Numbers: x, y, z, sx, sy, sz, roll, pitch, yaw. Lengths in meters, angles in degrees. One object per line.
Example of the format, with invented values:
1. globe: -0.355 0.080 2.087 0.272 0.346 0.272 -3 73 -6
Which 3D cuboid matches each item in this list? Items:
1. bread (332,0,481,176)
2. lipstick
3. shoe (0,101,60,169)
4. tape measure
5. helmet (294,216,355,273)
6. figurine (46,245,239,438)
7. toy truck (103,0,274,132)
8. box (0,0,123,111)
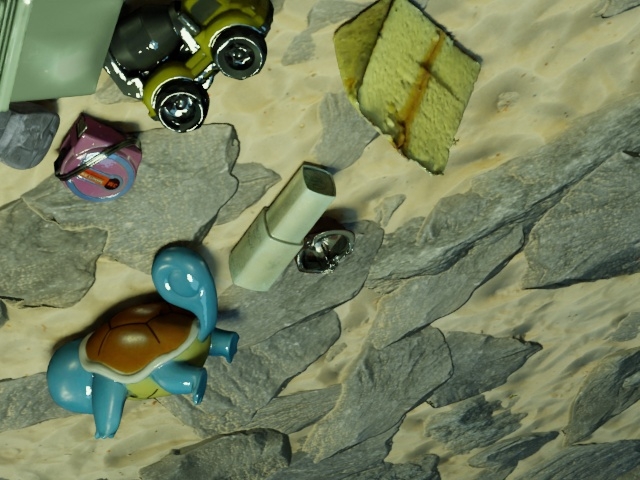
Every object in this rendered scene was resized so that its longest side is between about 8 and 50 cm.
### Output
1. bread: 0.141 -0.214 1.777 0.135 0.178 0.240 -32 139 24
2. lipstick: -0.064 -0.021 2.049 0.077 0.079 0.253 13 135 -28
3. shoe: -0.462 -0.171 1.687 0.095 0.137 0.245 -60 162 7
4. tape measure: -0.327 -0.120 1.827 0.118 0.074 0.125 22 126 -33
5. helmet: 0.000 0.000 2.105 0.098 0.070 0.123 8 132 -37
6. figurine: -0.296 0.204 2.156 0.243 0.298 0.416 43 118 -12
7. toy truck: -0.177 -0.267 1.640 0.224 0.147 0.165 -37 117 23
8. box: -0.342 -0.285 1.537 0.135 0.163 0.243 -5 143 -28
